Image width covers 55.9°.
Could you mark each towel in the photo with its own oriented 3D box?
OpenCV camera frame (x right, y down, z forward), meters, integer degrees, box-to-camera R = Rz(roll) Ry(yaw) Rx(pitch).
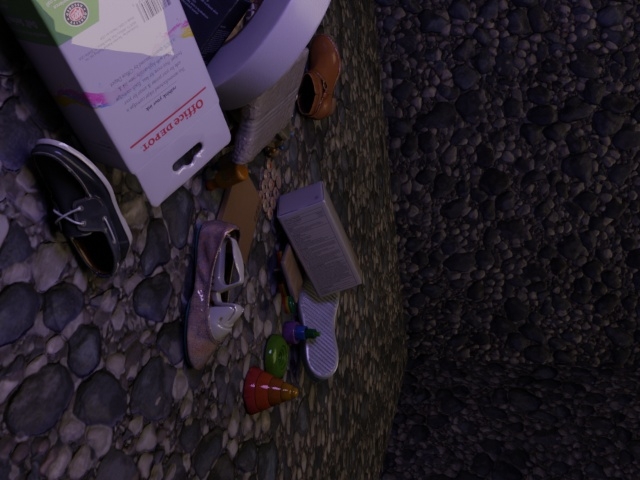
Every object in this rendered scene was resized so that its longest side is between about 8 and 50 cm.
[{"bbox_3d":[-0.105,-0.292,1.260,0.282,0.049,0.187,-59,168,-55],"label":"towel"}]

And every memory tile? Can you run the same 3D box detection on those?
[{"bbox_3d":[-0.140,-0.139,1.648,0.113,0.012,0.148,66,28,-52],"label":"memory tile"}]

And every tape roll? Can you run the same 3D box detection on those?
[{"bbox_3d":[-0.126,-0.428,1.119,0.072,0.392,0.392,28,58,-39],"label":"tape roll"}]

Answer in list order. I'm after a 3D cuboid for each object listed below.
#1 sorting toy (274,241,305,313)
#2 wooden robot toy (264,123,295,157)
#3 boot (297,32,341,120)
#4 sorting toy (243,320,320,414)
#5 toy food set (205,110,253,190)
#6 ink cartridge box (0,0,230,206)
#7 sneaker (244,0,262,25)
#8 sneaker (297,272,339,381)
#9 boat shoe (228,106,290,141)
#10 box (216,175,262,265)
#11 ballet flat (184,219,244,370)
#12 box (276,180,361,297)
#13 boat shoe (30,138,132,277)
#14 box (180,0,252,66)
[{"bbox_3d":[-0.094,0.087,1.702,0.274,0.046,0.132,-76,153,-64],"label":"sorting toy"},{"bbox_3d":[-0.130,-0.265,1.640,0.079,0.076,0.173,-60,-177,35],"label":"wooden robot toy"},{"bbox_3d":[-0.020,-0.532,1.944,0.220,0.109,0.283,-27,122,-67],"label":"boot"},{"bbox_3d":[-0.081,0.330,1.622,0.365,0.126,0.127,-55,140,-61],"label":"sorting toy"},{"bbox_3d":[-0.221,-0.230,1.309,0.111,0.104,0.232,-28,98,-56],"label":"toy food set"},{"bbox_3d":[-0.286,-0.247,0.899,0.207,0.119,0.353,-49,141,-29],"label":"ink cartridge box"},{"bbox_3d":[-0.103,-0.583,1.539,0.106,0.162,0.281,-4,92,-73],"label":"sneaker"},{"bbox_3d":[-0.019,0.262,1.888,0.150,0.135,0.366,120,-24,-61],"label":"sneaker"},{"bbox_3d":[-0.166,-0.320,1.416,0.302,0.103,0.113,55,30,-60],"label":"boat shoe"},{"bbox_3d":[-0.194,-0.066,1.453,0.164,0.021,0.201,65,29,-52],"label":"box"},{"bbox_3d":[-0.212,0.109,1.243,0.107,0.106,0.316,29,62,-70],"label":"ballet flat"},{"bbox_3d":[0.000,0.000,1.751,0.121,0.148,0.311,-93,162,-57],"label":"box"},{"bbox_3d":[-0.343,-0.042,0.868,0.233,0.084,0.079,76,21,-44],"label":"boat shoe"},{"bbox_3d":[-0.229,-0.393,1.018,0.156,0.158,0.093,41,18,-3],"label":"box"}]
